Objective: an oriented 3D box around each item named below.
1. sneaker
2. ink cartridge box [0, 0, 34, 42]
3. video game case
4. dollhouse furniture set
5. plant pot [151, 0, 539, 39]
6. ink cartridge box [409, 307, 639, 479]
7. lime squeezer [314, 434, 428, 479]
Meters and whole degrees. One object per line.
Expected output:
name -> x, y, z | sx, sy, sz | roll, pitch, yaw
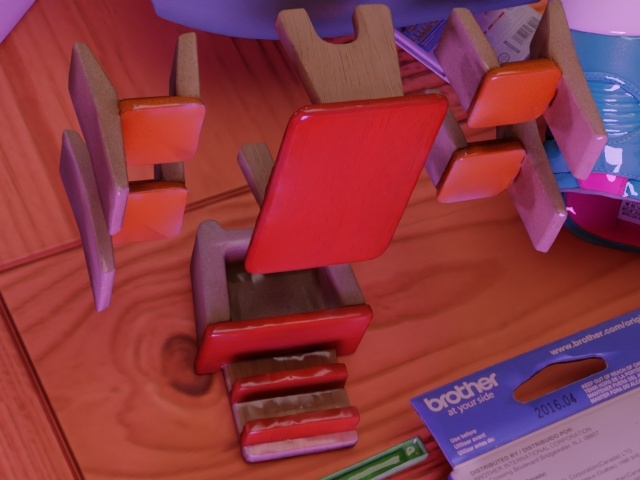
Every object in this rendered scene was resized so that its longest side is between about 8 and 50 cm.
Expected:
sneaker -> 0.218, -0.081, 1.199 | 0.123, 0.178, 0.295 | 12, 15, 27
ink cartridge box -> -0.259, -0.150, 1.074 | 0.114, 0.198, 0.273 | 29, 58, 5
video game case -> 0.085, -0.153, 1.267 | 0.122, 0.011, 0.087 | 38, 60, 9
dollhouse furniture set -> 0.000, 0.000, 1.016 | 0.262, 0.259, 0.135 | -7, 60, -16
plant pot -> -0.015, -0.254, 1.153 | 0.235, 0.293, 0.293 | -17, 65, -2
ink cartridge box -> 0.197, 0.189, 1.051 | 0.185, 0.065, 0.311 | -21, 59, -21
lime squeezer -> -0.074, 0.150, 1.014 | 0.310, 0.110, 0.059 | -1, 38, -49
